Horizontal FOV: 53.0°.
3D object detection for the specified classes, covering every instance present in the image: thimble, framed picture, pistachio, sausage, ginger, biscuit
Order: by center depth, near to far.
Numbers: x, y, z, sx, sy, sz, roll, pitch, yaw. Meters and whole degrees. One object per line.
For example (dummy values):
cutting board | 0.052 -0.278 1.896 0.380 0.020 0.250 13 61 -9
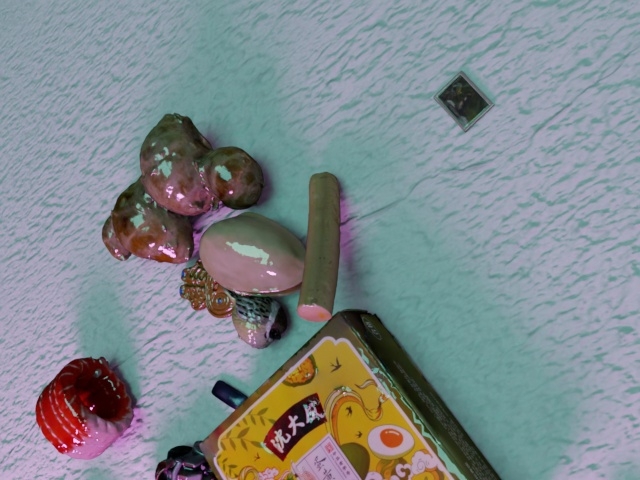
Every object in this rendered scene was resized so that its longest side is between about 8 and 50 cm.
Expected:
framed picture | 0.241 -0.235 1.083 0.066 0.006 0.089 -43 65 18
sausage | 0.002 0.001 1.097 0.066 0.066 0.301 -17 49 27
pistachio | -0.118 0.026 1.182 0.223 0.126 0.152 14 73 12
ginger | -0.297 -0.082 1.278 0.375 0.176 0.256 -41 81 19
biscuit | -0.215 0.092 1.288 0.175 0.026 0.124 1 83 30
thimble | -0.487 0.348 1.330 0.125 0.163 0.189 -45 64 19

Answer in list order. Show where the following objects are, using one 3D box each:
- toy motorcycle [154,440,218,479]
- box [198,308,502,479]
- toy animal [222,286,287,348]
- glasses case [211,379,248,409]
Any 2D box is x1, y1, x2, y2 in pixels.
toy motorcycle | -0.217 0.436 1.187 0.213 0.122 0.082 12 105 30
box | 0.050 0.383 1.035 0.373 0.138 0.420 -45 65 17
toy animal | -0.118 0.130 1.187 0.098 0.098 0.137 -29 86 23
glasses case | -0.177 0.300 1.240 0.083 0.023 0.033 23 97 30
